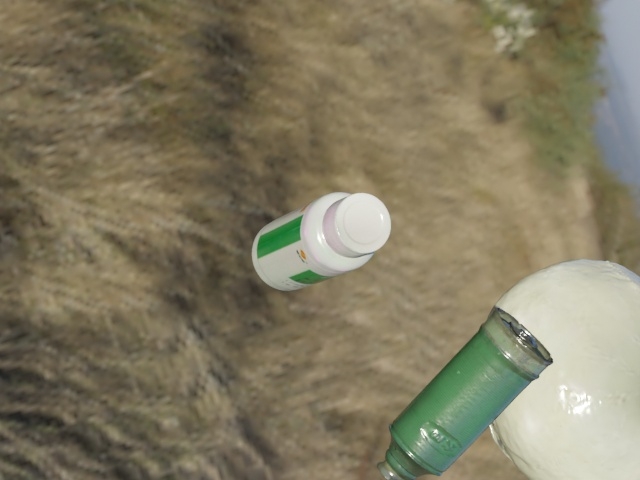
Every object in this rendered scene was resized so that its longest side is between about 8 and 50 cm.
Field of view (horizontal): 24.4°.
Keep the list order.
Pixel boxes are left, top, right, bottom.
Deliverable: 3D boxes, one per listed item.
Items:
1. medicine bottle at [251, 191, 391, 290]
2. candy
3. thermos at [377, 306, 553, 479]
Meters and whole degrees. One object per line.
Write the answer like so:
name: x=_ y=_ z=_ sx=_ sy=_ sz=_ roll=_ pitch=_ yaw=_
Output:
medicine bottle: x=0.000 y=0.000 z=1.728 sx=0.260 sy=0.095 sz=0.095 roll=-23 pitch=-95 yaw=69
candy: x=0.319 y=0.160 z=1.665 sx=0.185 sy=0.296 sz=0.295 roll=-17 pitch=-87 yaw=68
thermos: x=0.123 y=0.150 z=1.374 sx=0.073 sy=0.187 sz=0.083 roll=29 pitch=17 yaw=-50
